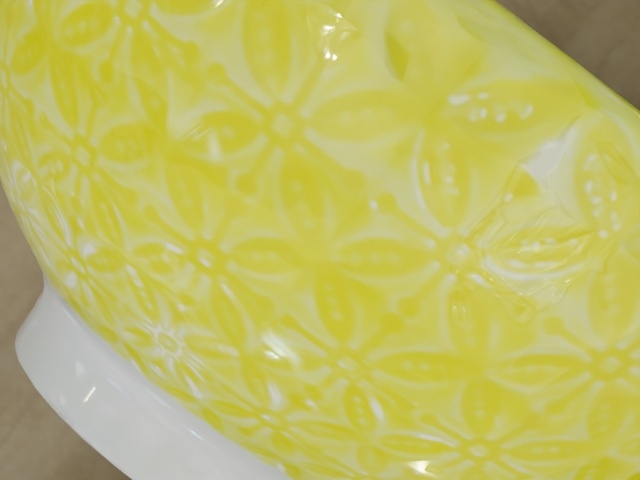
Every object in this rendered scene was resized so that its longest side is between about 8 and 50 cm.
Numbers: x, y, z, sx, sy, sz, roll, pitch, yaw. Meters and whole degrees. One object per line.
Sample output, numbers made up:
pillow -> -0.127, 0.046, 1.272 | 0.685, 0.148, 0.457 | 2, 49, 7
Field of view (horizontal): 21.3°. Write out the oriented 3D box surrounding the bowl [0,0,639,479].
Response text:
bowl -> 0.000, 0.000, 0.503 | 0.289, 0.289, 0.156 | 34, 96, -34
